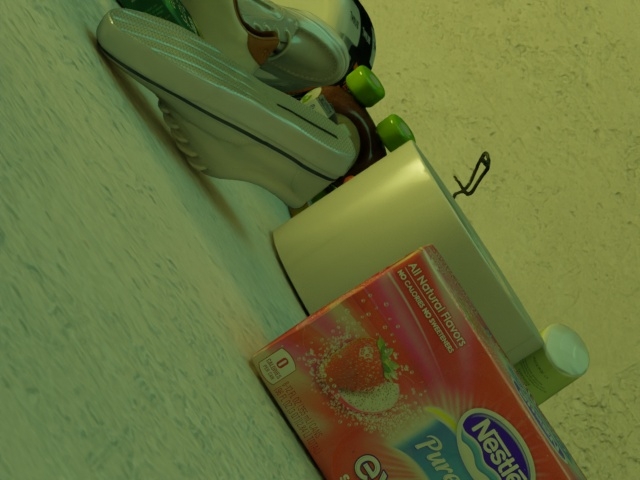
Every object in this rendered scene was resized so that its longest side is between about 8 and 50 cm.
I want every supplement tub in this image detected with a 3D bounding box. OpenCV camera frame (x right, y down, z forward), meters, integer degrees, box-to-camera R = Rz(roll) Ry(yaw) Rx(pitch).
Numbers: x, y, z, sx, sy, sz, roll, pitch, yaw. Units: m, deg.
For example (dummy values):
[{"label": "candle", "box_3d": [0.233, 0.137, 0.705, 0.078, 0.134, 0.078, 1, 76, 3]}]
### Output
[{"label": "supplement tub", "box_3d": [-0.029, -0.287, 2.219, 0.194, 0.193, 0.316, 58, 7, 10]}]

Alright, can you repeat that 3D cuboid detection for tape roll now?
[{"label": "tape roll", "box_3d": [0.087, 0.046, 1.572, 0.246, 0.169, 0.246, 56, 7, -11]}]

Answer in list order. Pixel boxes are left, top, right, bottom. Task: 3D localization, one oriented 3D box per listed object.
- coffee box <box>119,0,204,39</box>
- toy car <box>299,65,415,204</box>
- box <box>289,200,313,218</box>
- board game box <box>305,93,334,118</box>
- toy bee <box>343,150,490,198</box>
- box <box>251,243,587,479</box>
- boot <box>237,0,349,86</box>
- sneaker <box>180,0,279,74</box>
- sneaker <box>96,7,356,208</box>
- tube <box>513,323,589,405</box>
[{"label": "coffee box", "box_3d": [-0.180, -0.254, 1.608, 0.184, 0.040, 0.113, 53, 7, -30]}, {"label": "toy car", "box_3d": [0.000, -0.130, 1.949, 0.149, 0.155, 0.188, 59, 19, 16]}, {"label": "box", "box_3d": [0.000, 0.000, 1.786, 0.081, 0.028, 0.136, 54, 5, -23]}, {"label": "board game box", "box_3d": [-0.037, -0.120, 1.748, 0.026, 0.103, 0.154, 57, 7, -4]}, {"label": "toy bee", "box_3d": [0.084, 0.003, 1.835, 0.162, 0.195, 0.298, 22, 32, -7]}, {"label": "box", "box_3d": [0.099, 0.165, 1.161, 0.300, 0.154, 0.142, 58, 6, 3]}, {"label": "boot", "box_3d": [-0.077, -0.236, 1.874, 0.258, 0.095, 0.123, 25, 26, -18]}, {"label": "sneaker", "box_3d": [-0.150, -0.306, 1.731, 0.290, 0.123, 0.106, 54, 9, -17]}, {"label": "sneaker", "box_3d": [-0.091, -0.103, 1.360, 0.258, 0.091, 0.094, 31, 22, -24]}, {"label": "tube", "box_3d": [0.188, 0.166, 1.688, 0.062, 0.240, 0.070, 21, 53, -24]}]
